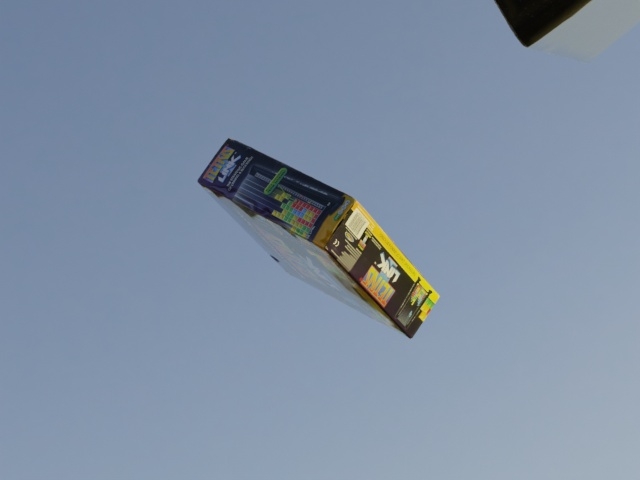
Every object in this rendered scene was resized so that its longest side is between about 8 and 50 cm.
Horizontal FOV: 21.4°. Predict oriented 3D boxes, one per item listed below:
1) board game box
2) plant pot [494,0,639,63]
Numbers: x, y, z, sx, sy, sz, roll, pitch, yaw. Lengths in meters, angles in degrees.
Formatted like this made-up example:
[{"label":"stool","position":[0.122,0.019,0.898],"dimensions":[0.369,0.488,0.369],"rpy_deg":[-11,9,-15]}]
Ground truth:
[{"label":"board game box","position":[0.000,0.000,1.339],"dimensions":[0.141,0.048,0.170],"rpy_deg":[26,-13,37]},{"label":"plant pot","position":[0.151,-0.223,0.915],"dimensions":[0.167,0.188,0.187],"rpy_deg":[-32,-8,18]}]
